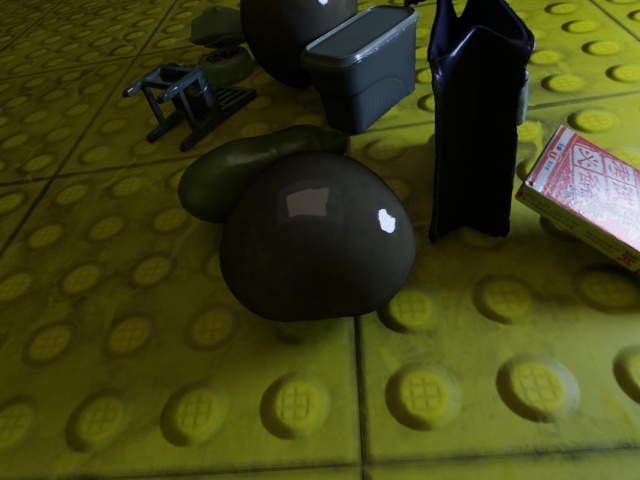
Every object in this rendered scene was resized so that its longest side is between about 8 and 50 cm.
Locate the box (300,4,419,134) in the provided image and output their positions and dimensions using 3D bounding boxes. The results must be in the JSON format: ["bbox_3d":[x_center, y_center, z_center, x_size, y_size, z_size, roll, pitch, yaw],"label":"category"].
[{"bbox_3d":[0.096,-0.351,0.985,0.138,0.178,0.274,26,56,35],"label":"box"}]

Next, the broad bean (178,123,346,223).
[{"bbox_3d":[-0.091,-0.110,0.783,0.291,0.119,0.238,-22,5,-25],"label":"broad bean"}]

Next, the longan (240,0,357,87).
[{"bbox_3d":[-0.050,-0.508,1.081,0.288,0.288,0.350,-16,4,-2],"label":"longan"}]

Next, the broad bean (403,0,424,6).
[{"bbox_3d":[0.171,-0.384,0.661,0.061,0.046,0.195,-4,43,41],"label":"broad bean"}]

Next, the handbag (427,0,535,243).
[{"bbox_3d":[0.223,-0.202,0.708,0.122,0.303,0.329,0,44,14],"label":"handbag"}]

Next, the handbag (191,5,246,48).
[{"bbox_3d":[-0.231,-0.583,1.332,0.219,0.079,0.256,-5,15,-29],"label":"handbag"}]

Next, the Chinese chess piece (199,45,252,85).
[{"bbox_3d":[-0.260,-0.480,1.296,0.144,0.058,0.144,-8,44,7],"label":"Chinese chess piece"}]

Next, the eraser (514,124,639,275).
[{"bbox_3d":[0.391,-0.047,0.632,0.230,0.038,0.157,35,56,11],"label":"eraser"}]

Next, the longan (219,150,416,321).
[{"bbox_3d":[0.000,0.000,0.618,0.246,0.215,0.246,-9,71,27],"label":"longan"}]

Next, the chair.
[{"bbox_3d":[-0.294,-0.345,1.103,0.136,0.147,0.270,19,54,31],"label":"chair"}]
